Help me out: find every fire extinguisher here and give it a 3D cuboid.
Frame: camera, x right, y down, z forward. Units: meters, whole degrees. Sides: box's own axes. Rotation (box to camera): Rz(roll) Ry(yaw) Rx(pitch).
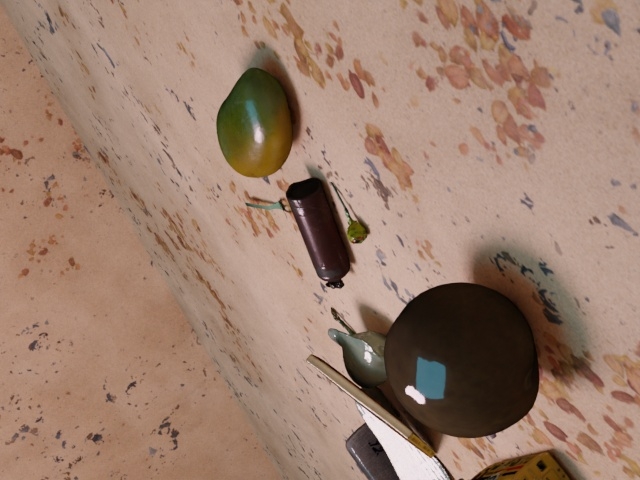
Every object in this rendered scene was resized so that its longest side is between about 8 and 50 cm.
[{"bbox_3d":[0.000,0.000,1.778,0.089,0.072,0.268,23,145,43],"label":"fire extinguisher"}]

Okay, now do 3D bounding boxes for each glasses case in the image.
[{"bbox_3d":[0.195,0.574,2.216,0.323,0.131,0.074,54,164,3],"label":"glasses case"}]

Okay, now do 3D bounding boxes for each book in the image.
[{"bbox_3d":[0.116,0.360,1.973,0.262,0.028,0.374,36,173,22],"label":"book"}]

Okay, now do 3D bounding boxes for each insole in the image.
[{"bbox_3d":[0.195,0.484,2.144,0.119,0.009,0.348,-44,74,29],"label":"insole"}]

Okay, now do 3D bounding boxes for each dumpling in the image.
[{"bbox_3d":[0.094,0.229,1.912,0.149,0.104,0.217,62,170,13],"label":"dumpling"}]

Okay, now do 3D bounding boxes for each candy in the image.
[{"bbox_3d":[0.047,-0.050,1.654,0.035,0.035,0.123,156,89,-84],"label":"candy"}]

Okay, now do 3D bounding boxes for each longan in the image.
[{"bbox_3d":[0.211,0.172,1.342,0.248,0.248,0.248,47,161,22],"label":"longan"}]

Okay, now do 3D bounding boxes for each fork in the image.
[{"bbox_3d":[-0.117,-0.077,2.029,0.235,0.021,0.039,17,135,64],"label":"fork"}]

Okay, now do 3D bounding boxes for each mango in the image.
[{"bbox_3d":[-0.111,-0.207,1.644,0.156,0.114,0.251,61,152,15],"label":"mango"}]

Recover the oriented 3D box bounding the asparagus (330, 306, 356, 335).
[{"bbox_3d":[0.071,0.210,2.068,0.163,0.016,0.016,47,179,20],"label":"asparagus"}]

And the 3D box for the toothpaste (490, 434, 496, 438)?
[{"bbox_3d":[0.273,0.285,1.672,0.170,0.028,0.045,60,168,-9],"label":"toothpaste"}]

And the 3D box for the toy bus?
[{"bbox_3d":[0.338,0.461,1.666,0.121,0.123,0.335,51,162,8],"label":"toy bus"}]
